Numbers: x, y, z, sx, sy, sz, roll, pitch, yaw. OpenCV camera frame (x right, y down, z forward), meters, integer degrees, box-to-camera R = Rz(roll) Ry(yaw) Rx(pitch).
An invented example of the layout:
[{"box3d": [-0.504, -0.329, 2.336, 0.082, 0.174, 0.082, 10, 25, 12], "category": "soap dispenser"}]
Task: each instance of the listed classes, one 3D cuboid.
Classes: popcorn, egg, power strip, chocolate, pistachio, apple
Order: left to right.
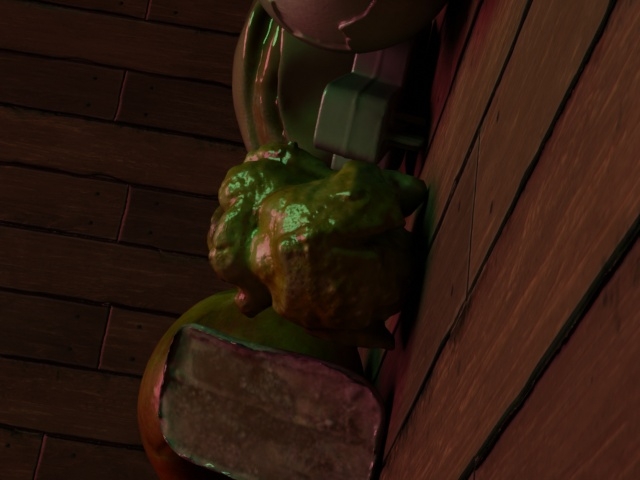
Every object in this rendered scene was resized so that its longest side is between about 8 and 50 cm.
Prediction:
[{"box3d": [-0.093, 0.232, 1.959, 0.339, 0.340, 0.339, -171, 90, -87], "category": "apple"}, {"box3d": [-0.056, 0.221, 1.718, 0.100, 0.303, 0.185, -8, -67, -68], "category": "chocolate"}, {"box3d": [-0.006, 0.004, 1.625, 0.276, 0.277, 0.225, 117, 168, -81], "category": "popcorn"}, {"box3d": [0.007, -0.284, 2.130, 0.365, 0.282, 0.445, 10, -94, -60], "category": "pistachio"}, {"box3d": [0.036, -0.367, 1.625, 0.336, 0.278, 0.278, -31, -49, -79], "category": "egg"}, {"box3d": [0.095, -0.180, 1.830, 0.261, 0.141, 0.229, -52, -25, -65], "category": "power strip"}]
